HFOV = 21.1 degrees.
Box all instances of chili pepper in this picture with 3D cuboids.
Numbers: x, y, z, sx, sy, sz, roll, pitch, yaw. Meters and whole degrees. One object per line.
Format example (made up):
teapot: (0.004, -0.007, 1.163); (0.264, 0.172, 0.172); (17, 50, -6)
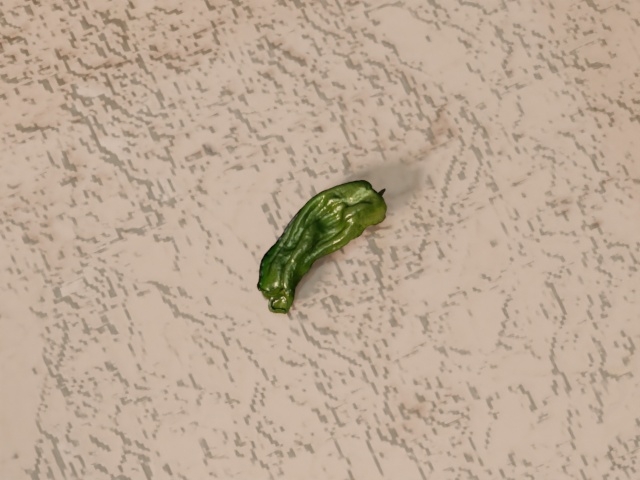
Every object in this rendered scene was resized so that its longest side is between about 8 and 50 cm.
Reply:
chili pepper: (-0.001, -0.001, 0.928); (0.091, 0.030, 0.034); (-43, 108, -3)
